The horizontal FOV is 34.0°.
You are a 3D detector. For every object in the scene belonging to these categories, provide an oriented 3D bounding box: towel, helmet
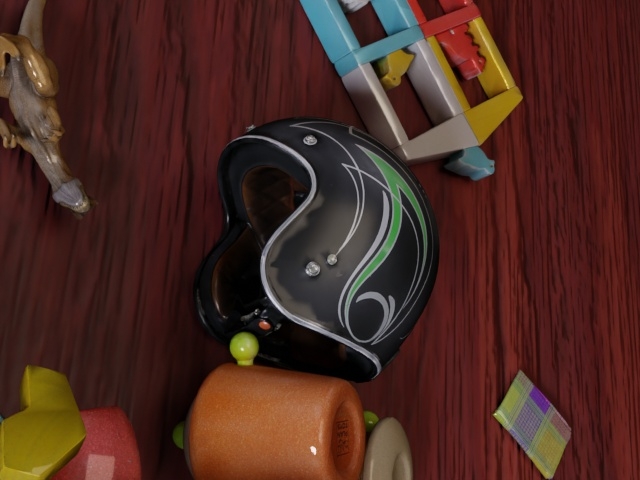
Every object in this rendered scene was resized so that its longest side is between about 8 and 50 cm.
[{"bbox_3d":[0.187,0.161,0.915,0.083,0.009,0.060,49,50,-13],"label":"towel"},{"bbox_3d":[0.000,0.000,0.723,0.169,0.169,0.161,29,65,-28],"label":"helmet"}]

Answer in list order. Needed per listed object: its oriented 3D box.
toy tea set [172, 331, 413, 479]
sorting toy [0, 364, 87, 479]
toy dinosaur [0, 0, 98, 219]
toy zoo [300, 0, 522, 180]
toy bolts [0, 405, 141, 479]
[{"bbox_3d":[-0.041,0.231,0.656,0.200,0.124,0.336,59,36,-47],"label":"toy tea set"},{"bbox_3d":[-0.197,0.147,0.409,0.229,0.041,0.307,35,39,6],"label":"sorting toy"},{"bbox_3d":[-0.193,-0.112,0.686,0.112,0.064,0.211,38,40,-64],"label":"toy dinosaur"},{"bbox_3d":[0.080,-0.187,0.948,0.192,0.030,0.293,-30,94,-43],"label":"toy zoo"},{"bbox_3d":[-0.150,0.181,0.500,0.158,0.218,0.228,9,59,-51],"label":"toy bolts"}]
